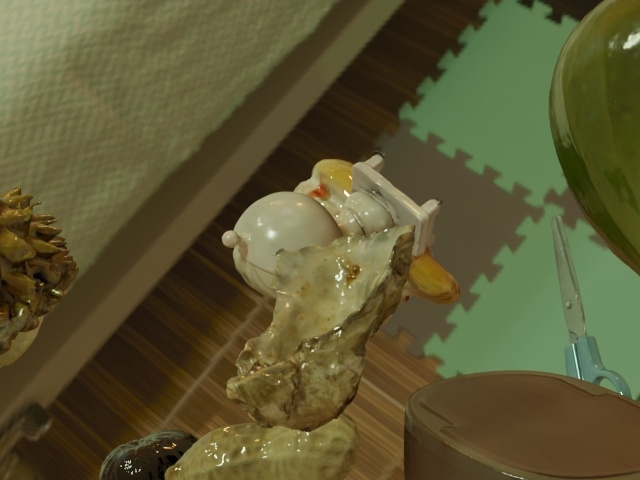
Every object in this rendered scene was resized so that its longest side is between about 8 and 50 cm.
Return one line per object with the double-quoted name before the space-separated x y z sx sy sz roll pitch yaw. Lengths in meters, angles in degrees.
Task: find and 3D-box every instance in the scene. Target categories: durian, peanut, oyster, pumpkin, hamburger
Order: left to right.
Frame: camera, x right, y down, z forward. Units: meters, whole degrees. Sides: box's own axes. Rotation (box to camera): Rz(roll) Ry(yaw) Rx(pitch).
"durian" -0.240 0.059 0.674 0.078 0.140 0.224 16 63 43
"pumpkin" -0.305 0.427 1.964 0.202 0.202 0.140 -22 92 6
"peanut" -0.081 0.318 1.538 0.298 0.136 0.120 -14 28 12
"oyster" 0.005 0.081 0.992 0.161 0.107 0.233 -14 33 50
"hamburger" 0.073 0.008 1.693 0.186 0.261 0.303 -38 62 2

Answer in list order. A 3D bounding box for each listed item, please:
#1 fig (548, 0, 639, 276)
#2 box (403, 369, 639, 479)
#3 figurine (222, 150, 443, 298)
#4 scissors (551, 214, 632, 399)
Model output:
"fig" 0.364 -0.097 1.050 0.316 0.316 0.316 -7 63 14
"box" 0.229 0.286 1.155 0.300 0.301 0.216 11 106 21
"figurine" 0.005 -0.003 1.276 0.256 0.144 0.182 -21 67 -30
"scissors" 0.469 0.156 1.975 0.029 0.192 0.447 7 64 -25
